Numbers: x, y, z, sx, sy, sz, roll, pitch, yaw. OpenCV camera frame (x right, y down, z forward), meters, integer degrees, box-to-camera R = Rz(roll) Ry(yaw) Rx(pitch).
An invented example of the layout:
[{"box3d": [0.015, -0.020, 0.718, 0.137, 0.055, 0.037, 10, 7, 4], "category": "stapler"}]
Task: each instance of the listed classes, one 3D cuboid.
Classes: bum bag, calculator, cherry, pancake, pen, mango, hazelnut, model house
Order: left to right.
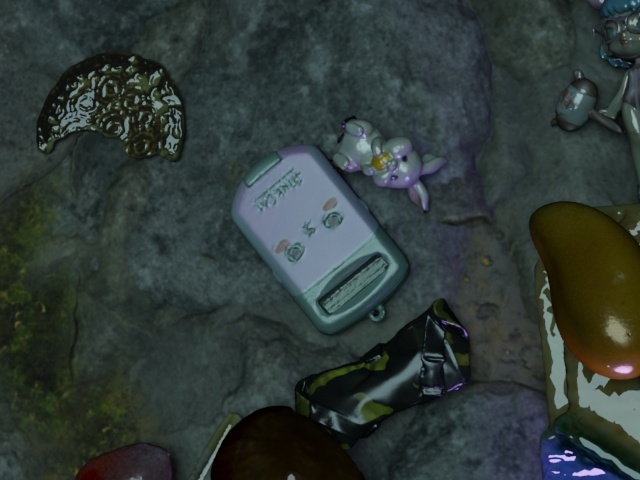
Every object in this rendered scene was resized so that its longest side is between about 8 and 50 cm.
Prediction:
[{"box3d": [-0.257, -0.148, 2.007, 0.190, 0.020, 0.184, 42, 92, 15], "category": "pancake"}, {"box3d": [-0.231, 0.299, 1.907, 0.126, 0.087, 0.106, -20, 77, -10], "category": "cherry"}, {"box3d": [-0.158, 0.309, 1.920, 0.040, 0.032, 0.233, 26, 86, 37], "category": "pen"}, {"box3d": [-0.038, 0.284, 1.841, 0.170, 0.160, 0.202, -37, 46, 9], "category": "hazelnut"}, {"box3d": [0.000, 0.000, 1.921, 0.141, 0.045, 0.246, -38, 78, 5], "category": "calculator"}, {"box3d": [0.071, 0.164, 1.875, 0.232, 0.060, 0.107, -33, 69, 10], "category": "bum bag"}, {"box3d": [0.254, 0.042, 1.463, 0.102, 0.085, 0.184, -26, 60, 6], "category": "mango"}, {"box3d": [0.381, 0.156, 1.644, 0.334, 0.382, 0.343, -5, 76, 13], "category": "model house"}]

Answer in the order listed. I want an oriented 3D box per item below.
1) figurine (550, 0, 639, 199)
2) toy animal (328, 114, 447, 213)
[{"box3d": [0.364, -0.171, 1.852, 0.205, 0.103, 0.260, -17, 79, 46], "category": "figurine"}, {"box3d": [0.079, -0.092, 1.897, 0.124, 0.085, 0.071, 25, 89, 16], "category": "toy animal"}]
